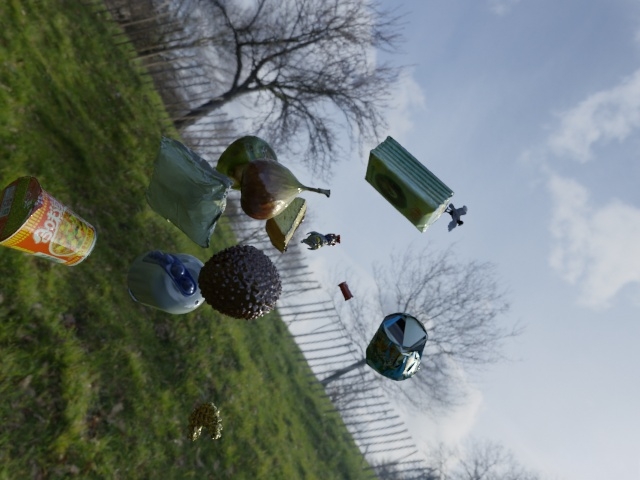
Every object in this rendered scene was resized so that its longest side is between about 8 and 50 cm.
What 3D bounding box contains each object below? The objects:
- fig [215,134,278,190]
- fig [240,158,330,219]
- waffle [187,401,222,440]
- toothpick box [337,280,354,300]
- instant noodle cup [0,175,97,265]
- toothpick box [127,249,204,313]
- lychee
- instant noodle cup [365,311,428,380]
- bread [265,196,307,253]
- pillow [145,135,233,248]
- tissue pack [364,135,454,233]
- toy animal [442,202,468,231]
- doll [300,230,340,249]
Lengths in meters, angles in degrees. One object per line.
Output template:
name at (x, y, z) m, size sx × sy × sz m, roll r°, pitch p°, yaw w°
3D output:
fig at (-0.294, -0.255, 1.717) m, size 0.206 × 0.275 × 0.206 m, roll 39°, pitch 42°, yaw -48°
fig at (-0.104, -0.133, 1.265) m, size 0.143 × 0.231 × 0.160 m, roll -19°, pitch -107°, yaw 57°
waffle at (-0.467, 0.728, 1.913) m, size 0.051 × 0.194 × 0.149 m, roll 26°, pitch 42°, yaw -45°
toothpick box at (0.111, 0.223, 2.126) m, size 0.083 × 0.047 × 0.047 m, roll 65°, pitch -15°, yaw 8°
instant noodle cup at (-0.704, -0.033, 1.243) m, size 0.193 × 0.193 × 0.212 m, roll 58°, pitch 7°, yaw 36°
toothpick box at (-0.582, 0.149, 1.854) m, size 0.355 × 0.263 × 0.263 m, roll 3°, pitch -65°, yaw 51°
lychee at (-0.262, 0.148, 1.612) m, size 0.267 × 0.268 × 0.267 m, roll 159°, pitch -90°, yaw -75°
instant noodle cup at (0.310, 0.410, 1.913) m, size 0.240 × 0.240 × 0.178 m, roll 56°, pitch -35°, yaw 41°
bread at (-0.151, -0.081, 1.957) m, size 0.129 × 0.134 × 0.260 m, roll 101°, pitch 10°, yaw -52°
pillow at (-0.438, -0.152, 1.553) m, size 0.310 × 0.138 × 0.283 m, roll 36°, pitch -56°, yaw 16°
tissue pack at (0.381, -0.245, 2.135) m, size 0.388 × 0.162 × 0.287 m, roll 45°, pitch -12°, yaw 14°
toy animal at (0.601, -0.112, 2.146) m, size 0.108 × 0.220 × 0.062 m, roll 46°, pitch -40°, yaw 8°
doll at (0.000, 0.001, 2.325) m, size 0.104 × 0.195 × 0.062 m, roll 90°, pitch -3°, yaw -59°
